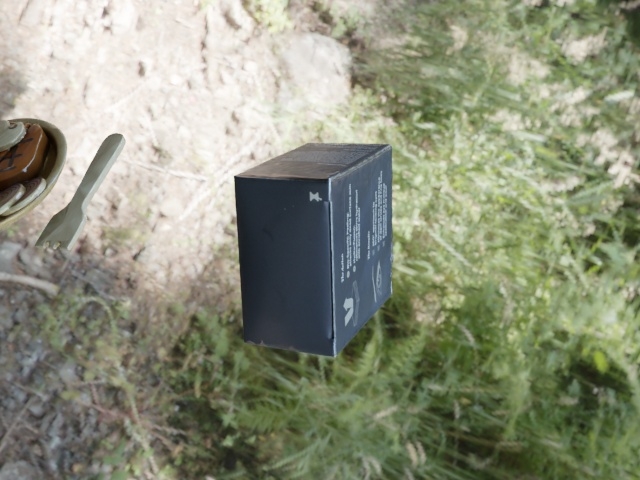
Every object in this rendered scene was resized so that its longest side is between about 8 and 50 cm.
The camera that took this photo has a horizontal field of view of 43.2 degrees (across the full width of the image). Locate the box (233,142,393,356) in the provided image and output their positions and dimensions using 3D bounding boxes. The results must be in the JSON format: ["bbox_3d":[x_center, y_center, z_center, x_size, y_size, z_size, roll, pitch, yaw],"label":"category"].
[{"bbox_3d":[0.000,0.000,0.738,0.158,0.093,0.156,-36,128,-61],"label":"box"}]

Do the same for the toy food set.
[{"bbox_3d":[-0.245,-0.050,0.580,0.039,0.191,0.132,72,26,-46],"label":"toy food set"}]
